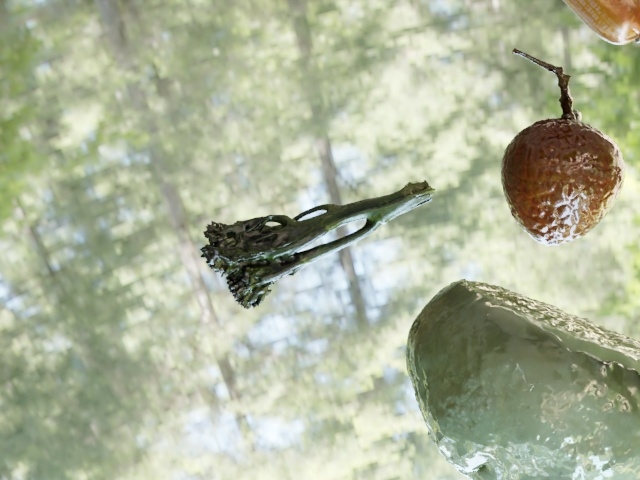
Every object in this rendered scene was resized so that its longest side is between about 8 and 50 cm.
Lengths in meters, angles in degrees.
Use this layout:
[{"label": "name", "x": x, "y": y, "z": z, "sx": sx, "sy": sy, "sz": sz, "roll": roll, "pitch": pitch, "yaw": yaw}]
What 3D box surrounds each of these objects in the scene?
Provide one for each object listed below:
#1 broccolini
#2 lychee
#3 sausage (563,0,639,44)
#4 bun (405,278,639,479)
[{"label": "broccolini", "x": 0.001, "y": -0.006, "z": 1.326, "sx": 0.201, "sy": 0.074, "sz": 0.058, "roll": -20, "pitch": -162, "yaw": 6}, {"label": "lychee", "x": 0.199, "y": -0.066, "z": 1.324, "sx": 0.114, "sy": 0.140, "sz": 0.101, "roll": 7, "pitch": -159, "yaw": -42}, {"label": "sausage", "x": 0.138, "y": -0.275, "z": 1.236, "sx": 0.348, "sy": 0.053, "sz": 0.053, "roll": 47, "pitch": -116, "yaw": -3}, {"label": "bun", "x": 0.136, "y": 0.102, "z": 0.943, "sx": 0.195, "sy": 0.195, "sz": 0.118, "roll": 27, "pitch": -86, "yaw": 33}]
